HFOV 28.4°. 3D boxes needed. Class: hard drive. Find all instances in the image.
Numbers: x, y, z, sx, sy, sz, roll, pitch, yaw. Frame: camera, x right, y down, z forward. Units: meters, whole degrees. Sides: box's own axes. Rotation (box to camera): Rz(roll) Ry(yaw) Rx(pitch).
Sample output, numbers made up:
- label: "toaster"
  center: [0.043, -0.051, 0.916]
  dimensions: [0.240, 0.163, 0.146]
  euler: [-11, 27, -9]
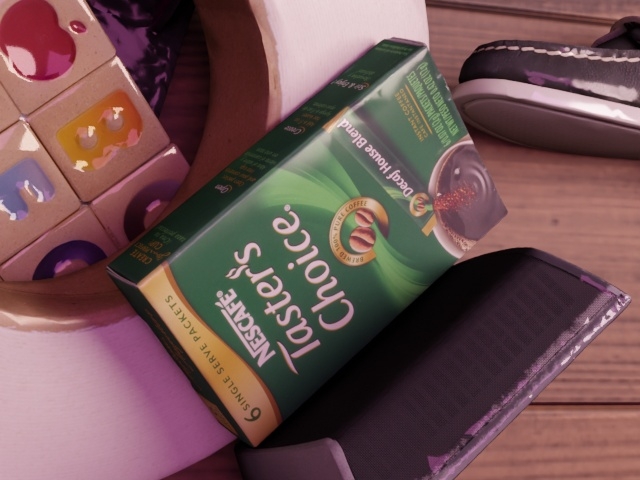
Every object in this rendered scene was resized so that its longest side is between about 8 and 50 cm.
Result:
- label: "hard drive"
  center: [0.036, 0.078, 0.634]
  dimensions: [0.172, 0.255, 0.054]
  euler: [-41, 92, -16]

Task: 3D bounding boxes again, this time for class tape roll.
- label: "tape roll"
  center: [-0.125, -0.066, 0.586]
  dimensions: [0.392, 0.072, 0.392]
  euler: [-9, 108, -29]

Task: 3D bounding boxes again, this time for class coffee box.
- label: "coffee box"
  center: [0.000, 0.000, 0.615]
  dimensions: [0.184, 0.040, 0.113]
  euler: [-40, 121, -17]

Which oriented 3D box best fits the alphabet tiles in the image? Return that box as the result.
- label: "alphabet tiles"
  center: [-0.222, 0.026, 0.615]
  dimensions: [0.342, 0.011, 0.285]
  euler: [-37, 119, -13]

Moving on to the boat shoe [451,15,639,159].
- label: "boat shoe"
  center: [0.214, -0.093, 0.779]
  dimensions: [0.303, 0.114, 0.091]
  euler: [9, 86, -30]

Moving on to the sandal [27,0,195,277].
- label: "sandal"
  center: [-0.104, -0.196, 0.669]
  dimensions: [0.168, 0.107, 0.445]
  euler: [14, 85, -18]
